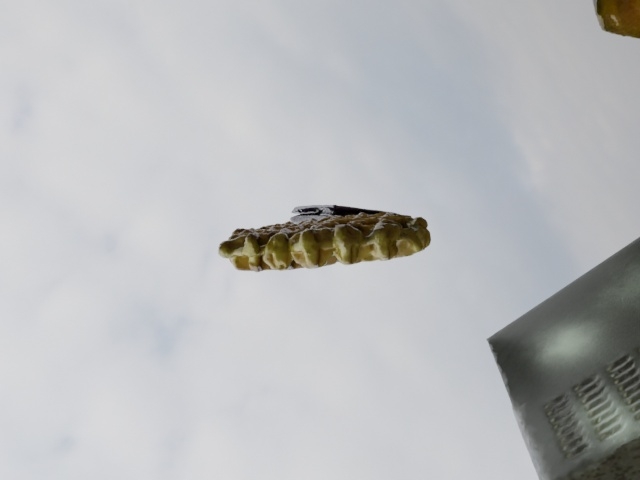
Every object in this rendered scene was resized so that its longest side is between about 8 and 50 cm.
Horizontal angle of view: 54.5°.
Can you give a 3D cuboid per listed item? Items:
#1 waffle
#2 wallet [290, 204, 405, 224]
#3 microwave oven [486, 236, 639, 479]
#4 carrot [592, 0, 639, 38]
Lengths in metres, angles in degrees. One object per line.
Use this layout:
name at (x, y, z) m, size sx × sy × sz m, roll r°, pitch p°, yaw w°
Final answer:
waffle at (0.005, -0.001, 0.552) m, size 0.191 × 0.191 × 0.038 m, roll -12°, pitch -82°, yaw -54°
wallet at (0.035, -0.027, 0.846) m, size 0.111 × 0.166 × 0.030 m, roll 7°, pitch -91°, yaw -21°
microwave oven at (0.450, 0.224, 0.689) m, size 0.432 × 0.374 × 0.236 m, roll 42°, pitch -159°, yaw -20°
carrot at (0.484, -0.459, 0.891) m, size 0.242 × 0.242 × 0.340 m, roll 34°, pitch -133°, yaw -29°
